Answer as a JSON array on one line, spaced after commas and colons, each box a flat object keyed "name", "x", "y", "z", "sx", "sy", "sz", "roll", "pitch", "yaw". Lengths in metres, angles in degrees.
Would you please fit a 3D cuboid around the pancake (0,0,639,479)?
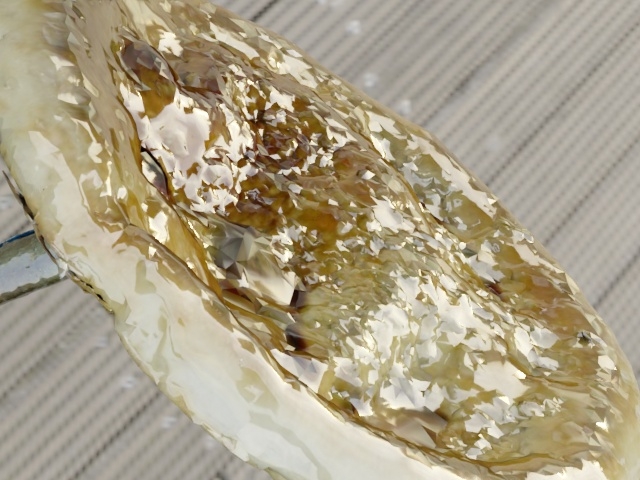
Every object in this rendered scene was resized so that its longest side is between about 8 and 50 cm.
[{"name": "pancake", "x": -0.001, "y": 0.002, "z": 0.794, "sx": 0.356, "sy": 0.065, "sz": 0.356, "roll": 31, "pitch": 27, "yaw": -17}]

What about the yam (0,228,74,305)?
[{"name": "yam", "x": -0.166, "y": 0.022, "z": 0.854, "sx": 0.129, "sy": 0.027, "sz": 0.033, "roll": -22, "pitch": 112, "yaw": 6}]
